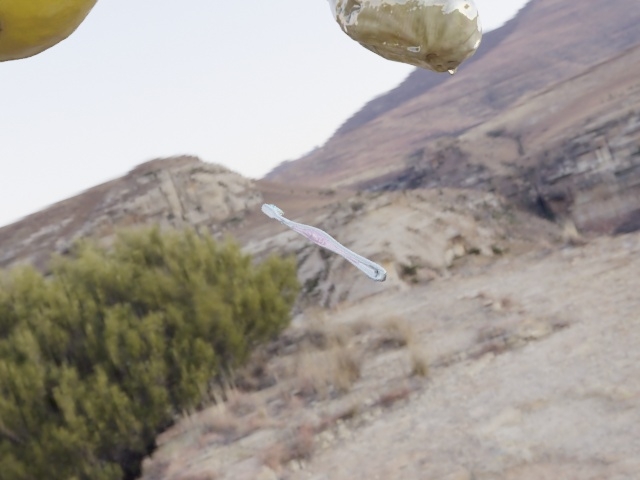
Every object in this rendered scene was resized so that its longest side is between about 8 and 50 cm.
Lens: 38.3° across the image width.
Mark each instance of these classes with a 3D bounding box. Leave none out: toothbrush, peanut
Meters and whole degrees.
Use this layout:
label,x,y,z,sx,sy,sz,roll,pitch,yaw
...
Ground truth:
label,x,y,z,sx,sy,sz,roll,pitch,yaw
toothbrush,0.000,0.000,1.047,0.022,0.017,0.204,-13,32,-41
peanut,0.047,-0.217,0.774,0.099,0.214,0.099,-28,-28,-16

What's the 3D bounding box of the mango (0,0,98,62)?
label,x,y,z,sx,sy,sz,roll,pitch,yaw
mango,-0.239,-0.280,0.741,0.195,0.332,0.142,-6,-31,18
